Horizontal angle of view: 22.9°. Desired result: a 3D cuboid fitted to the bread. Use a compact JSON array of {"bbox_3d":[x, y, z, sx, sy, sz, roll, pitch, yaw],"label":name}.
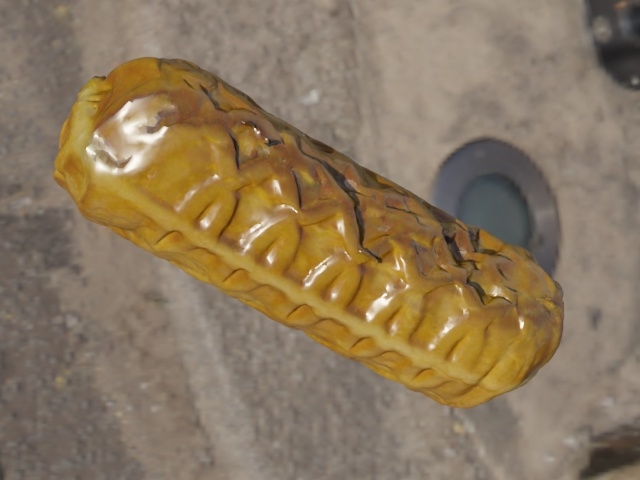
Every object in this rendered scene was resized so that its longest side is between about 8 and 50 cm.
[{"bbox_3d":[0.000,0.000,0.433,0.157,0.052,0.044,28,22,-24],"label":"bread"}]
